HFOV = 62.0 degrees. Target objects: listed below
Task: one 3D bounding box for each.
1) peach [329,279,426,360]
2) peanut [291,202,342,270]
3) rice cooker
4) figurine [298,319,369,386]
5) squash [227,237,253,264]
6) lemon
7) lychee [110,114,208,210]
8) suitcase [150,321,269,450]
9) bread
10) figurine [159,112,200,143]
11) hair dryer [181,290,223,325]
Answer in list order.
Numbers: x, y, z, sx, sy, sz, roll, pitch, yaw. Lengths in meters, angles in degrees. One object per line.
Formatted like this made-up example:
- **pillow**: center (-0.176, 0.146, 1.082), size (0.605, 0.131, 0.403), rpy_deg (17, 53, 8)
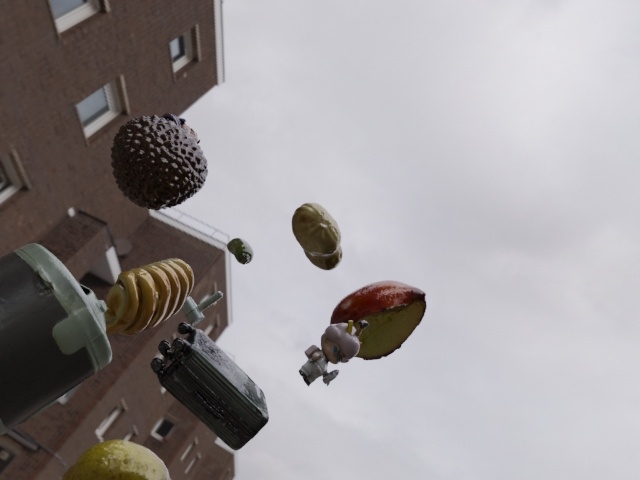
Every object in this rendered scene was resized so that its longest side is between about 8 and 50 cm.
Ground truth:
- **peach**: center (0.188, 0.237, 1.802), size (0.362, 0.201, 0.258), rpy_deg (-42, -51, 19)
- **peanut**: center (0.000, 0.000, 1.696), size (0.148, 0.147, 0.319), rpy_deg (15, -27, 23)
- **rice cooker**: center (-0.534, 0.166, 0.940), size (0.288, 0.277, 0.288), rpy_deg (29, -43, 31)
- **figurine**: center (0.034, 0.298, 1.447), size (0.112, 0.229, 0.137), rpy_deg (19, -37, 54)
- **squash**: center (-0.270, 0.032, 1.805), size (0.069, 0.069, 0.258), rpy_deg (51, -9, -21)
- **lemon**: center (-0.643, 0.780, 1.705), size (0.316, 0.285, 0.285), rpy_deg (-12, -46, -5)
- **lychee**: center (-0.443, -0.216, 1.453), size (0.268, 0.267, 0.267), rpy_deg (20, -40, 18)
- **suitcase**: center (-0.266, 0.353, 1.312), size (0.312, 0.128, 0.202), rpy_deg (48, -4, -10)
- **bread**: center (-0.424, 0.139, 1.360), size (0.121, 0.311, 0.172), rpy_deg (28, -76, 9)
- **figurine**: center (-0.457, -0.333, 1.732), size (0.114, 0.126, 0.157), rpy_deg (45, 10, 38)
- **hair dryer**: center (-0.364, 0.194, 1.659), size (0.082, 0.137, 0.047), rpy_deg (53, -10, 14)
